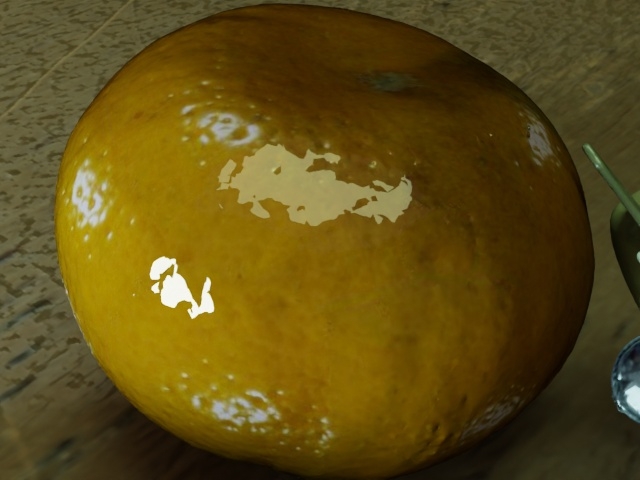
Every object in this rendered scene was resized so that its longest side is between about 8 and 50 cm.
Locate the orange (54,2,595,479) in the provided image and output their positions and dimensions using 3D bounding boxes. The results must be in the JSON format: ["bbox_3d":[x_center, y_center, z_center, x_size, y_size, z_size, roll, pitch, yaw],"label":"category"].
[{"bbox_3d":[0.000,0.000,0.544,0.240,0.171,0.240,6,33,-4],"label":"orange"}]

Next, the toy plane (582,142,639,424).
[{"bbox_3d":[0.179,0.071,0.492,0.092,0.229,0.244,-31,65,18],"label":"toy plane"}]
